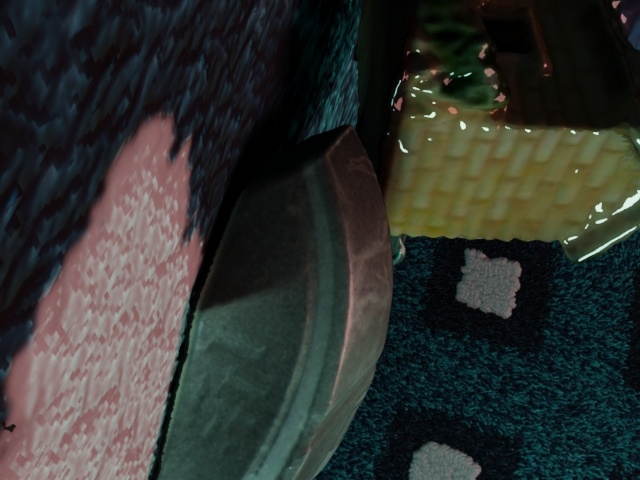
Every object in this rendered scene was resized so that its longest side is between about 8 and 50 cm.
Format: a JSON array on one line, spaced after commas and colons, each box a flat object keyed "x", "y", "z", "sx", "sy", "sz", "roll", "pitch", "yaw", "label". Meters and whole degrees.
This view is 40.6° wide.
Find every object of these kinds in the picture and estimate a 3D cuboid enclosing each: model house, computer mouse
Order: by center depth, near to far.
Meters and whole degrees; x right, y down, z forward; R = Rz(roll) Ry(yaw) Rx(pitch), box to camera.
[{"x": -0.015, "y": 0.063, "z": 0.373, "sx": 0.126, "sy": 0.071, "sz": 0.231, "roll": -47, "pitch": 153, "yaw": -77, "label": "computer mouse"}, {"x": 0.109, "y": -0.095, "z": 0.433, "sx": 0.166, "sy": 0.172, "sz": 0.182, "roll": 102, "pitch": -7, "yaw": -55, "label": "model house"}]

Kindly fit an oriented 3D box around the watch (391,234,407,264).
[{"x": 0.091, "y": -0.092, "z": 0.970, "sx": 0.195, "sy": 0.068, "sz": 0.237, "roll": -39, "pitch": 144, "yaw": -78, "label": "watch"}]
